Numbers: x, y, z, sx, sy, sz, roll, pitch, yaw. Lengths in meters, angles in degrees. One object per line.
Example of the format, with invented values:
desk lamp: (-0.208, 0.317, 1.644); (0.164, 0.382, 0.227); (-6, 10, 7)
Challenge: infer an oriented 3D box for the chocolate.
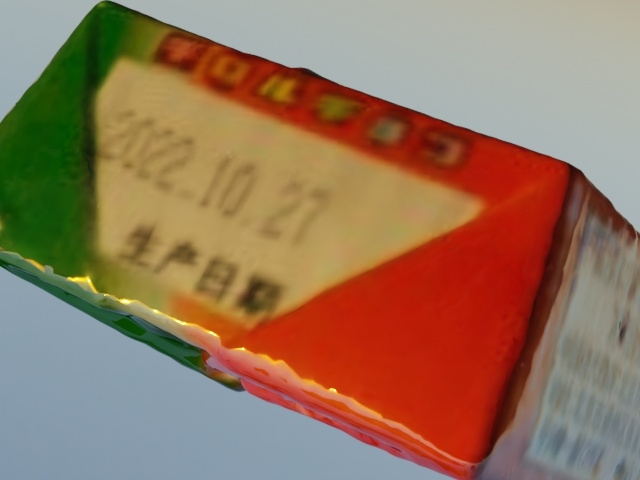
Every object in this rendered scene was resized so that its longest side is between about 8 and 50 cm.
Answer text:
chocolate: (0.032, 0.026, 0.947); (0.341, 0.161, 0.360); (22, 177, 29)
